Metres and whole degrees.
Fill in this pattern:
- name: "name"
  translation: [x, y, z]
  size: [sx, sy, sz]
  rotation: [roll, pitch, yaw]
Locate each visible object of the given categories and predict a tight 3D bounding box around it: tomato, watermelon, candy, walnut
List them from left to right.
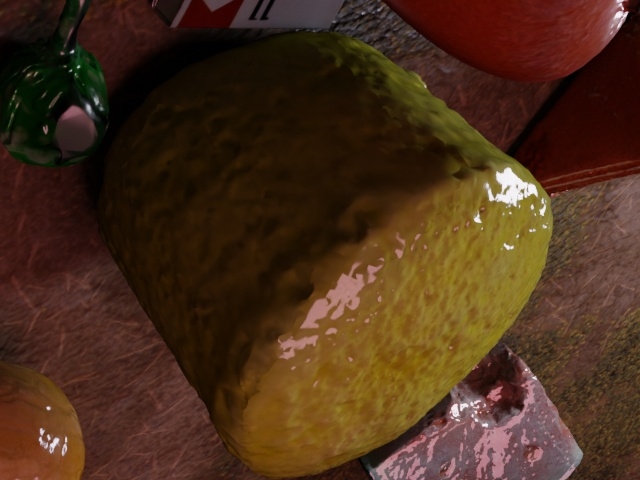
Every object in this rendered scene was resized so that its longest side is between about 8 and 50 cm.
- name: "walnut"
  translation: [-0.318, 0.188, 1.579]
  size: [0.225, 0.193, 0.193]
  rotation: [20, 118, -45]
- name: "candy"
  translation: [-0.176, -0.195, 1.309]
  size: [0.097, 0.097, 0.323]
  rotation: [-11, 132, -39]
- name: "watermelon"
  translation: [0.176, 0.234, 2.261]
  size: [0.318, 0.148, 0.226]
  rotation: [0, 117, -28]
- name: "tomato"
  translation: [0.157, -0.294, 1.327]
  size: [0.341, 0.273, 0.341]
  rotation: [-57, 171, -13]

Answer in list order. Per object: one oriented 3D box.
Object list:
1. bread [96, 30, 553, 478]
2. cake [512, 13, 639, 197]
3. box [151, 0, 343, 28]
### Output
- name: "bread"
  translation: [0.000, 0.000, 1.522]
  size: [0.348, 0.308, 0.348]
  rotation: [-29, 149, -20]
- name: "cake"
  translation: [0.336, -0.095, 1.902]
  size: [0.158, 0.159, 0.262]
  rotation: [0, 135, -52]
- name: "box"
  translation: [-0.041, -0.224, 1.438]
  size: [0.177, 0.036, 0.115]
  rotation: [-6, 138, -43]
